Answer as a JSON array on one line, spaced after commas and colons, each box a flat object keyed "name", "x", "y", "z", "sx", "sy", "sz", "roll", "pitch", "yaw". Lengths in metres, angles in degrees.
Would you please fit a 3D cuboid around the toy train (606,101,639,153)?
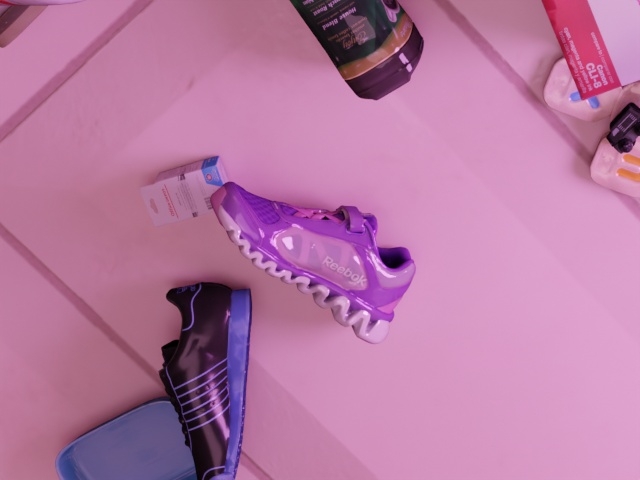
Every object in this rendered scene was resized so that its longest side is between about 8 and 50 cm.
[{"name": "toy train", "x": 0.326, "y": -0.147, "z": 1.781, "sx": 0.036, "sy": 0.027, "sz": 0.158, "roll": 42, "pitch": 114, "yaw": 1}]

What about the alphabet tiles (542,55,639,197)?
[{"name": "alphabet tiles", "x": 0.366, "y": -0.160, "z": 1.794, "sx": 0.278, "sy": 0.021, "sz": 0.284, "roll": 19, "pitch": 115, "yaw": -1}]

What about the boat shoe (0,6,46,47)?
[{"name": "boat shoe", "x": -0.241, "y": -0.309, "z": 1.734, "sx": 0.103, "sy": 0.113, "sz": 0.302, "roll": 39, "pitch": 113, "yaw": -18}]

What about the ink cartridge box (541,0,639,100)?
[{"name": "ink cartridge box", "x": 0.295, "y": -0.228, "z": 1.691, "sx": 0.176, "sy": 0.128, "sz": 0.127, "roll": -19, "pitch": 110, "yaw": 16}]

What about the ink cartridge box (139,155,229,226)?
[{"name": "ink cartridge box", "x": -0.133, "y": -0.049, "z": 1.889, "sx": 0.083, "sy": 0.028, "sz": 0.048, "roll": -15, "pitch": 112, "yaw": 11}]

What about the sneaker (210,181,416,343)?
[{"name": "sneaker", "x": 0.000, "y": 0.000, "z": 1.863, "sx": 0.236, "sy": 0.095, "sz": 0.104, "roll": 34, "pitch": 107, "yaw": -23}]

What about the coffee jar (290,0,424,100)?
[{"name": "coffee jar", "x": 0.022, "y": -0.222, "z": 1.757, "sx": 0.079, "sy": 0.096, "sz": 0.184, "roll": -30, "pitch": 108, "yaw": 20}]

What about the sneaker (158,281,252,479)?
[{"name": "sneaker", "x": -0.122, "y": 0.157, "z": 1.941, "sx": 0.090, "sy": 0.081, "sz": 0.232, "roll": 5, "pitch": 95, "yaw": 1}]

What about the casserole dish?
[{"name": "casserole dish", "x": -0.194, "y": 0.231, "z": 2.020, "sx": 0.188, "sy": 0.037, "sz": 0.114, "roll": -28, "pitch": 109, "yaw": 16}]

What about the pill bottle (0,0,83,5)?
[{"name": "pill bottle", "x": -0.347, "y": -0.313, "z": 1.605, "sx": 0.408, "sy": 0.229, "sz": 0.229, "roll": 5, "pitch": 120, "yaw": 39}]
